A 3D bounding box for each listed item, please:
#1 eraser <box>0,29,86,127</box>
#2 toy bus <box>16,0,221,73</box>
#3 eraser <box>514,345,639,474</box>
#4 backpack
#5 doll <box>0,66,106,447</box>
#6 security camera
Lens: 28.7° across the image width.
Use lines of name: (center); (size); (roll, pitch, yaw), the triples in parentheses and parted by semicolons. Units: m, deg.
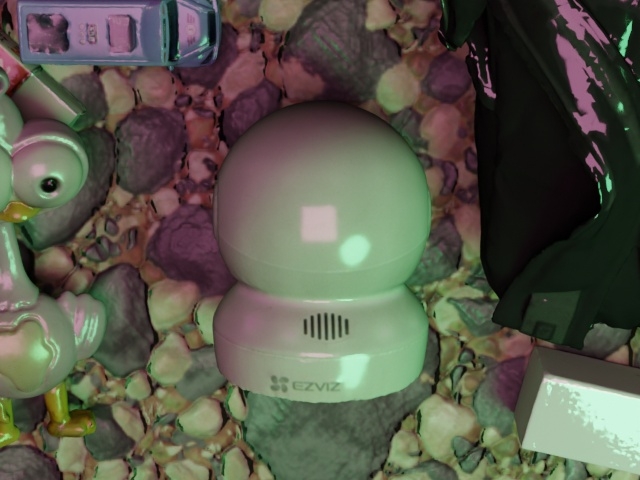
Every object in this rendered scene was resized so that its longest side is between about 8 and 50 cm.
eraser: (-0.346, -0.138, 1.113); (0.230, 0.038, 0.157); (43, 104, -9)
toy bus: (-0.171, -0.181, 1.071); (0.167, 0.076, 0.073); (0, 106, 3)
eraser: (0.334, 0.176, 1.149); (0.298, 0.076, 0.078); (13, 107, 0)
backpack: (0.273, -0.104, 0.978); (0.363, 0.255, 0.445); (5, 123, 10)
doll: (-0.274, 0.018, 1.101); (0.160, 0.094, 0.365); (-7, 121, -12)
security camera: (0.000, 0.000, 1.060); (0.195, 0.194, 0.236); (0, 104, 3)
